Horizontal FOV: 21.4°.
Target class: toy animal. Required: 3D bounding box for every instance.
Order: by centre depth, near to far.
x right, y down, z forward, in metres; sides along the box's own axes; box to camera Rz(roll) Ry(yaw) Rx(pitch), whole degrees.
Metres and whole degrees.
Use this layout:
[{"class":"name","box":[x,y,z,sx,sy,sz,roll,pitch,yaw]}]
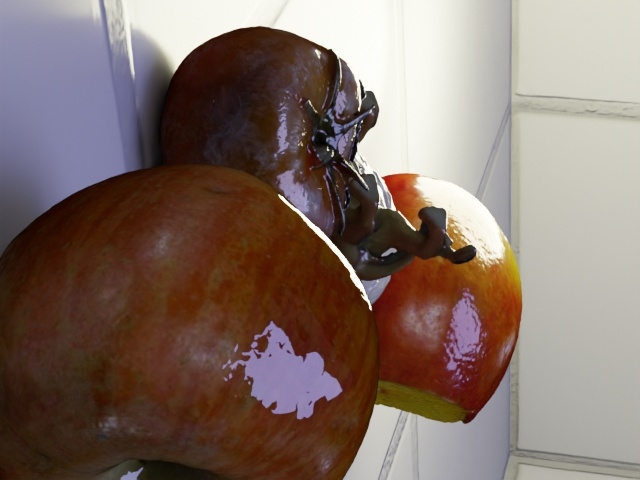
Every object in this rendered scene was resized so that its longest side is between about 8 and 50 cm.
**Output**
[{"class":"toy animal","box":[0.008,-0.062,1.653,0.097,0.312,0.157,-16,155,-38]}]

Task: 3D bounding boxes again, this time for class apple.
[{"class":"apple","box":[-0.103,0.074,1.192,0.301,0.302,0.301,6,90,-76]}]

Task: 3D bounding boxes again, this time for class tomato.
[{"class":"tomato","box":[-0.059,-0.096,1.511,0.155,0.181,0.214,35,57,-68]}]

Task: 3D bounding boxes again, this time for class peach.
[{"class":"peach","box":[0.147,0.084,2.262,0.306,0.242,0.380,87,16,-47]}]

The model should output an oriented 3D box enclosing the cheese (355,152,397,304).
[{"class":"cheese","box":[0.000,0.000,1.810,0.189,0.154,0.198,34,60,-56]}]
